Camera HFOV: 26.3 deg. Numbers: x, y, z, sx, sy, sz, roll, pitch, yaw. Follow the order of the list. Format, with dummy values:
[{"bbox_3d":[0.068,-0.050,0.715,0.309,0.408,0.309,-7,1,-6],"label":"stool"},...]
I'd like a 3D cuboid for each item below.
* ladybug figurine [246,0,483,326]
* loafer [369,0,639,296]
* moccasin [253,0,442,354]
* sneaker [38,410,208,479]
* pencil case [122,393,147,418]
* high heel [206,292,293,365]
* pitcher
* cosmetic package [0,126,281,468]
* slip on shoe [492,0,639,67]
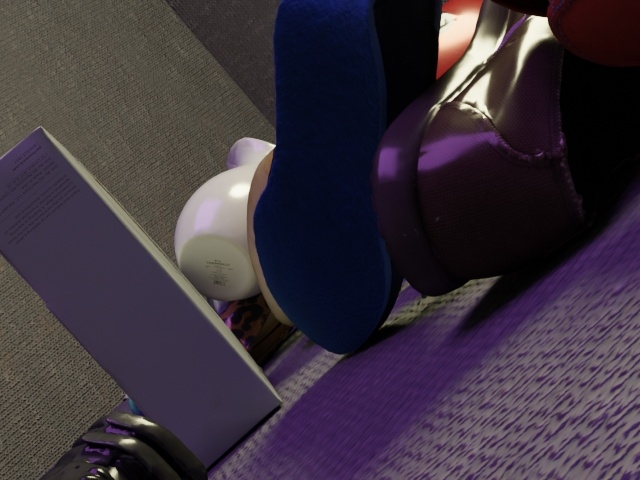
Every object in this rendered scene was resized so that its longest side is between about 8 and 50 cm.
[{"bbox_3d":[0.093,-0.102,1.331,0.449,0.162,0.305,-42,2,-24],"label":"ladybug figurine"},{"bbox_3d":[0.162,-0.091,0.837,0.130,0.134,0.366,-6,34,35],"label":"loafer"},{"bbox_3d":[0.040,-0.051,0.917,0.117,0.137,0.342,-43,-21,-33],"label":"moccasin"},{"bbox_3d":[-0.127,0.153,0.798,0.147,0.104,0.296,-48,1,-27],"label":"sneaker"},{"bbox_3d":[-0.151,0.160,1.567,0.151,0.064,0.070,-40,16,15],"label":"pencil case"},{"bbox_3d":[-0.002,0.051,1.495,0.261,0.093,0.186,-25,31,3],"label":"high heel"},{"bbox_3d":[-0.052,-0.024,1.459,0.177,0.126,0.207,4,32,17],"label":"pitcher"},{"bbox_3d":[-0.168,0.050,1.216,0.097,0.284,0.377,-39,3,-5],"label":"cosmetic package"},{"bbox_3d":[0.162,-0.124,0.646,0.101,0.123,0.331,-62,24,10],"label":"slip on shoe"}]
